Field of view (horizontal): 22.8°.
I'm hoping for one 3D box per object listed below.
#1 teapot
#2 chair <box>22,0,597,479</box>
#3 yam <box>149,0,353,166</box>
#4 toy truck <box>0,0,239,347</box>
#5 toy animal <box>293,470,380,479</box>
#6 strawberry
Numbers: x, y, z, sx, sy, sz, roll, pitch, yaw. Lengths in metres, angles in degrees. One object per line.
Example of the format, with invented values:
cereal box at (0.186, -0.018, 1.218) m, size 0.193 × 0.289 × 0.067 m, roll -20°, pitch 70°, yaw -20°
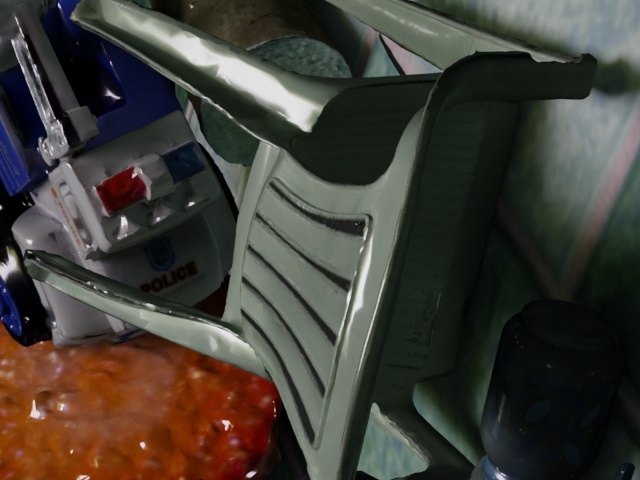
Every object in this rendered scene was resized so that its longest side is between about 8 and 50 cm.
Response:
teapot at (0.095, 0.069, 0.618) m, size 0.049 × 0.064 × 0.083 m, roll -40°, pitch -36°, yaw -63°
chair at (0.000, 0.000, 0.667) m, size 0.275 × 0.191 × 0.203 m, roll 27°, pitch 111°, yaw 46°
yam at (-0.058, -0.144, 0.955) m, size 0.259 × 0.093 × 0.093 m, roll -115°, pitch 36°, yaw -50°
toy truck at (-0.129, -0.050, 0.892) m, size 0.213 × 0.161 × 0.177 m, roll 63°, pitch 158°, yaw -2°
toy animal at (0.012, 0.252, 0.686) m, size 0.185 × 0.122 × 0.298 m, roll 162°, pitch 118°, yaw -77°
strawberry at (-0.106, 0.136, 0.967) m, size 0.178 × 0.234 × 0.234 m, roll 74°, pitch 177°, yaw -45°
